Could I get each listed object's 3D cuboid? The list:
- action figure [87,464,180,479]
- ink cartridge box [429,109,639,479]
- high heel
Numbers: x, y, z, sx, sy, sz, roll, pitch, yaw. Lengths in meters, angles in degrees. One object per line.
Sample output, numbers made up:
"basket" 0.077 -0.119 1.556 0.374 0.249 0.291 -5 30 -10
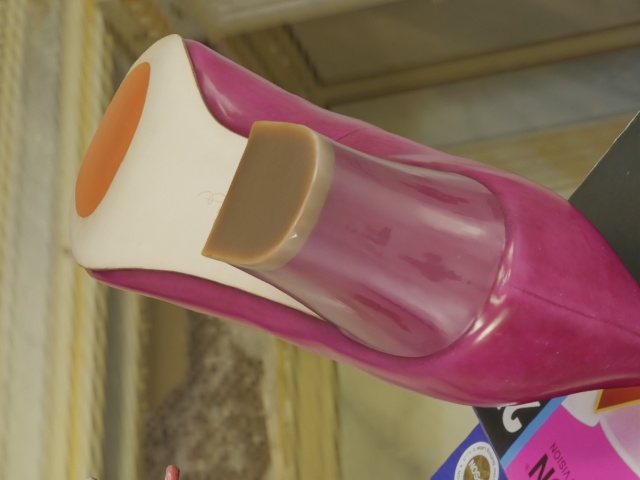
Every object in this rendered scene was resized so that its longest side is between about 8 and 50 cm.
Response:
"action figure" 0.054 0.101 0.372 0.091 0.280 0.139 169 87 -78
"ink cartridge box" 0.162 0.044 0.772 0.069 0.371 0.176 16 -148 -31
"high heel" 0.000 0.000 0.787 0.127 0.181 0.377 -64 23 3
